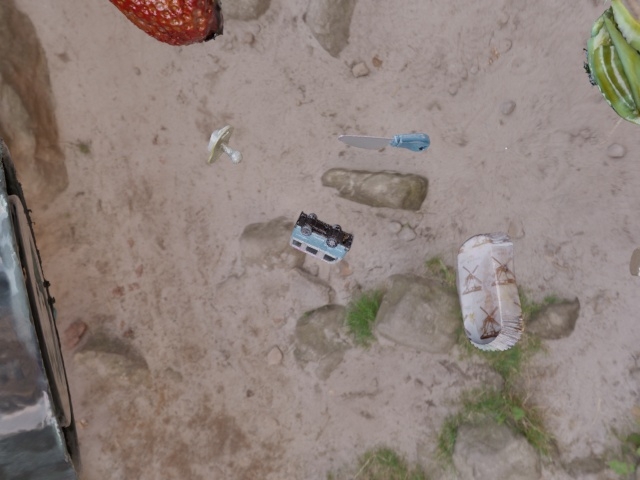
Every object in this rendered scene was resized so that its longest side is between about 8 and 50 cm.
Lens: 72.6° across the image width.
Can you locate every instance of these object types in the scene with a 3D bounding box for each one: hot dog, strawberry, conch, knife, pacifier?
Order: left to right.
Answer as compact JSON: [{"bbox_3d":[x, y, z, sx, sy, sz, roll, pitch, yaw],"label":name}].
[{"bbox_3d":[-0.360,-0.575,0.973,0.238,0.288,0.251,1,99,53],"label":"strawberry"},{"bbox_3d":[-0.159,-0.158,0.750,0.064,0.068,0.083,38,140,-2],"label":"pacifier"},{"bbox_3d":[0.146,-0.226,1.009,0.058,0.243,0.032,139,123,-65],"label":"knife"},{"bbox_3d":[0.256,0.074,0.668,0.059,0.191,0.108,23,145,-24],"label":"hot dog"},{"bbox_3d":[0.386,-0.186,0.509,0.201,0.079,0.095,54,147,20],"label":"conch"}]

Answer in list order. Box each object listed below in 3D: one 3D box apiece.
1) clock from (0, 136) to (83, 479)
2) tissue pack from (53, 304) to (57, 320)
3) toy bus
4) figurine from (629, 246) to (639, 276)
[{"bbox_3d":[-0.342,0.085,0.478,0.386,0.076,0.387,30,126,52],"label":"clock"},{"bbox_3d":[-0.609,0.175,0.711,0.205,0.287,0.198,21,106,-2],"label":"tissue pack"},{"bbox_3d":[0.000,0.000,0.908,0.122,0.060,0.075,25,126,-2],"label":"toy bus"},{"bbox_3d":[0.712,0.007,0.767,0.360,0.377,0.267,12,96,17],"label":"figurine"}]
